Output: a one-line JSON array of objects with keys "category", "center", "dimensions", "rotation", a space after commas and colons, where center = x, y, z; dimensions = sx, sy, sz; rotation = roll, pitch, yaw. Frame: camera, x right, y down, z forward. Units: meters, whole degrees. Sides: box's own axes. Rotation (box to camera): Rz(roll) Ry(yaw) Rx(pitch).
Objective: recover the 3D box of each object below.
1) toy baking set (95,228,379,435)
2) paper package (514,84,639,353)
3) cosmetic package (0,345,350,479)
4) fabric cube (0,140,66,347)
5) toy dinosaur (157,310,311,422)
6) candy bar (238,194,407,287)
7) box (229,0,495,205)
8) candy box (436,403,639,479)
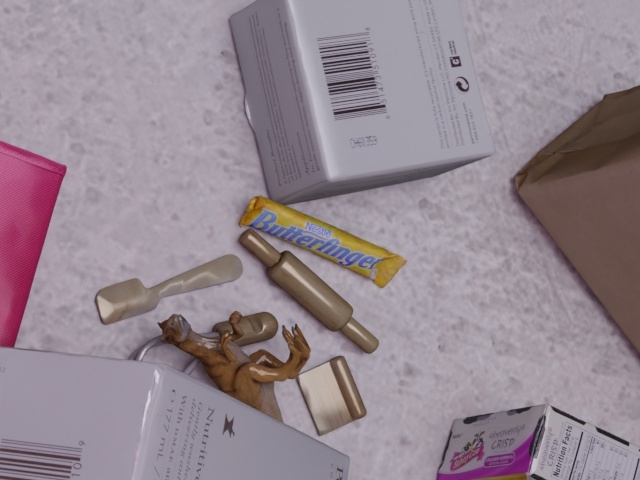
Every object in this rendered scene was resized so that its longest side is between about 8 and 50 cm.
[{"category": "toy baking set", "center": [-0.065, 0.092, 1.736], "dimensions": [0.256, 0.030, 0.197], "rotation": [46, 64, -13]}, {"category": "paper package", "center": [0.395, 0.003, 1.833], "dimensions": [0.168, 0.309, 0.325], "rotation": [-43, 103, -26]}, {"category": "cosmetic package", "center": [-0.121, 0.221, 1.465], "dimensions": [0.385, 0.156, 0.217], "rotation": [32, 65, -65]}, {"category": "fabric cube", "center": [-0.373, 0.042, 1.461], "dimensions": [0.259, 0.254, 0.258], "rotation": [21, 74, -24]}, {"category": "toy dinosaur", "center": [-0.058, 0.124, 1.703], "dimensions": [0.112, 0.064, 0.211], "rotation": [-33, 113, 10]}, {"category": "candy bar", "center": [0.000, 0.000, 1.785], "dimensions": [0.161, 0.040, 0.018], "rotation": [23, 36, -22]}, {"category": "box", "center": [0.037, -0.139, 1.779], "dimensions": [0.182, 0.119, 0.181], "rotation": [-11, 86, -29]}, {"category": "candy box", "center": [0.246, 0.228, 1.801], "dimensions": [0.233, 0.159, 0.071], "rotation": [26, 69, -20]}]
